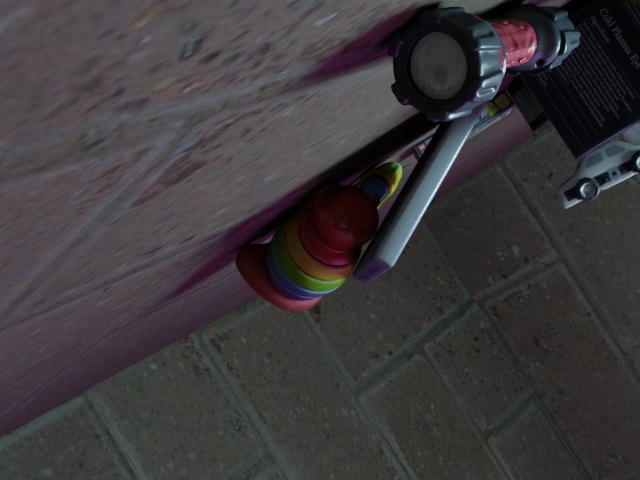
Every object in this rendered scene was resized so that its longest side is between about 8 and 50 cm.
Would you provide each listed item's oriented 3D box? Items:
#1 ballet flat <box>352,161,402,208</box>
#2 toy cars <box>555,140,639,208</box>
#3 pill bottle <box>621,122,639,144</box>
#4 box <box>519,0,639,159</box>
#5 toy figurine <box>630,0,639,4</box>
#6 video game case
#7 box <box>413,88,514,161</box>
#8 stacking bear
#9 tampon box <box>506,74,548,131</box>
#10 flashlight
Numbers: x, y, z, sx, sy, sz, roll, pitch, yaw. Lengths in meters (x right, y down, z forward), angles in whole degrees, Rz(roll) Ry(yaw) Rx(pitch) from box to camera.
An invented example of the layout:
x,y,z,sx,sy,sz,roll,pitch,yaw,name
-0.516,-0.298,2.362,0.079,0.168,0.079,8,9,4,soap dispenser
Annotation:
x,y,z,sx,sy,sz,roll,pitch,yaw,name
0.089,-0.086,1.781,0.077,0.077,0.231,-49,-175,-35,ballet flat
0.510,-0.156,1.382,0.177,0.087,0.394,-25,177,-40,toy cars
0.777,-0.344,1.791,0.229,0.229,0.407,-27,143,-52,pill bottle
0.480,-0.289,1.373,0.313,0.179,0.343,-35,178,22,box
0.445,-0.341,0.987,0.191,0.217,0.362,-46,-142,7,toy figurine
0.161,-0.087,1.514,0.329,0.036,0.300,-60,180,-9,video game case
0.279,-0.218,1.812,0.207,0.036,0.114,-32,176,4,box
0.000,0.000,1.604,0.175,0.164,0.289,-29,171,-36,stacking bear
0.429,-0.284,1.672,0.120,0.101,0.161,-31,177,-4,tampon box
0.182,-0.194,0.939,0.103,0.103,0.304,-39,171,38,flashlight
